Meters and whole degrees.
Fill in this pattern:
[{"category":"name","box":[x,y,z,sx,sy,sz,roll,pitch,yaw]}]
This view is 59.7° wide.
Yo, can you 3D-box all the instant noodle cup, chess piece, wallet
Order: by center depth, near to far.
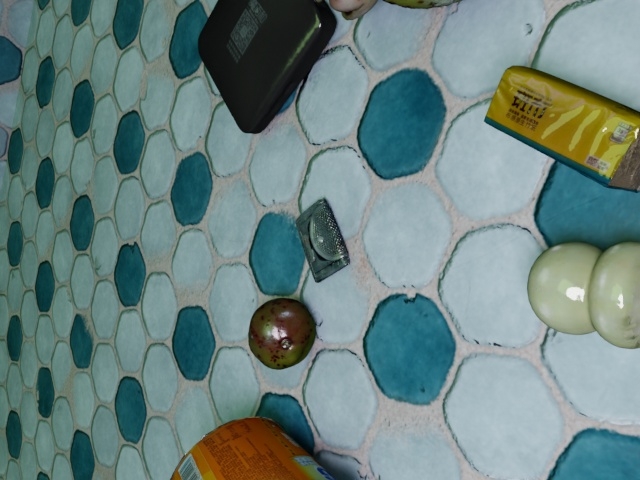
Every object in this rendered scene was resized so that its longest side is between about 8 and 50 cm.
[{"category":"chess piece","box":[0.339,0.061,0.579,0.251,0.144,0.144,4,91,49]},{"category":"instant noodle cup","box":[-0.101,0.438,0.901,0.214,0.296,0.296,35,113,48]},{"category":"wallet","box":[0.000,0.000,0.971,0.088,0.026,0.129,-35,66,38]}]

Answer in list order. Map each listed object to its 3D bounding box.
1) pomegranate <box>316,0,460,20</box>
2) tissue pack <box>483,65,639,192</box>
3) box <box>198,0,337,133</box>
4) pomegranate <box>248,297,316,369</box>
[{"category":"pomegranate","box":[0.096,-0.421,0.738,0.341,0.285,0.285,-27,70,52]},{"category":"tissue pack","box":[0.290,-0.129,0.634,0.169,0.120,0.082,42,118,38]},{"category":"box","box":[-0.116,-0.390,1.064,0.289,0.073,0.290,-48,58,32]},{"category":"pomegranate","box":[-0.072,0.159,0.973,0.130,0.130,0.130,-2,87,44]}]
